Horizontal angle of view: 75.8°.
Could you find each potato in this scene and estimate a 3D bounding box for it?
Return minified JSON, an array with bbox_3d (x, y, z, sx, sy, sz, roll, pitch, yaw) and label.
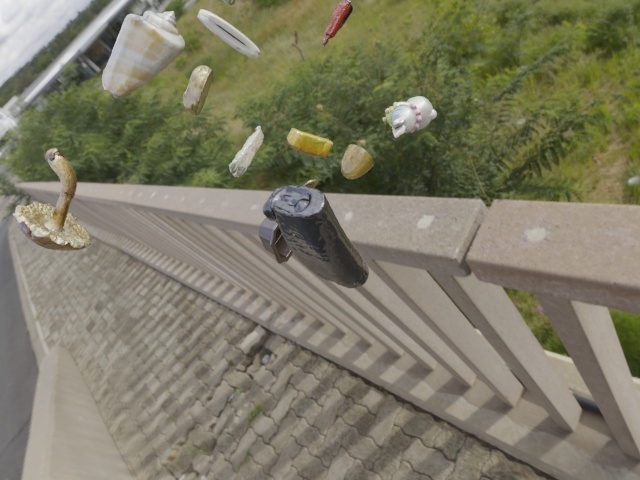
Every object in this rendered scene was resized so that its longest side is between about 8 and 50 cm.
[{"bbox_3d":[0.182,-0.412,2.242,0.158,0.178,0.204,-54,33,-7],"label":"potato"},{"bbox_3d":[-0.504,-0.616,1.670,0.200,0.081,0.164,-60,15,25],"label":"potato"}]

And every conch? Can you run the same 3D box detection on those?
[{"bbox_3d":[-0.452,-0.475,1.017,0.158,0.127,0.255,36,83,8],"label":"conch"}]

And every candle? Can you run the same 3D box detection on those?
[{"bbox_3d":[0.048,-0.733,1.391,0.162,0.053,0.048,-55,28,14],"label":"candle"}]

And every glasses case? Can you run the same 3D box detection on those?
[{"bbox_3d":[-0.273,-0.619,1.239,0.051,0.204,0.081,-57,28,11],"label":"glasses case"}]

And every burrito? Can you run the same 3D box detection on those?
[{"bbox_3d":[-0.323,-0.403,1.845,0.059,0.082,0.275,14,60,20],"label":"burrito"}]

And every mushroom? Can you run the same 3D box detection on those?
[{"bbox_3d":[-0.834,-0.094,1.310,0.301,0.233,0.207,-49,17,40],"label":"mushroom"}]

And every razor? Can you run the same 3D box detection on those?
[{"bbox_3d":[-0.003,0.002,1.004,0.189,0.326,0.107,19,67,36],"label":"razor"}]

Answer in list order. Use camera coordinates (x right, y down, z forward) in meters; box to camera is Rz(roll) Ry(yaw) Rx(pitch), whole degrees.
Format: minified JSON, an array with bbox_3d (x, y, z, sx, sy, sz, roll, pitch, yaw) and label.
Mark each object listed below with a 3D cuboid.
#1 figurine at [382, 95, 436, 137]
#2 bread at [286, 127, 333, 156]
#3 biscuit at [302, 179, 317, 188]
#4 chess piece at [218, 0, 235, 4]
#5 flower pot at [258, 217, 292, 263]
[{"bbox_3d":[0.313,-0.468,1.563,0.236,0.127,0.155,-30,56,-34],"label":"figurine"},{"bbox_3d":[-0.054,-0.485,2.039,0.094,0.246,0.102,-62,41,26],"label":"bread"},{"bbox_3d":[-0.068,-0.173,1.479,0.147,0.071,0.018,-39,78,28],"label":"biscuit"},{"bbox_3d":[-0.403,-0.878,1.359,0.133,0.244,0.133,-169,90,-85],"label":"chess piece"},{"bbox_3d":[-0.121,-0.058,1.380,0.084,0.178,0.250,17,59,23],"label":"flower pot"}]
